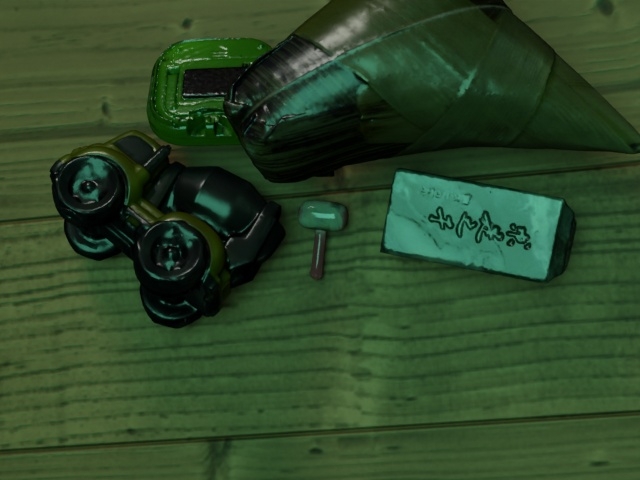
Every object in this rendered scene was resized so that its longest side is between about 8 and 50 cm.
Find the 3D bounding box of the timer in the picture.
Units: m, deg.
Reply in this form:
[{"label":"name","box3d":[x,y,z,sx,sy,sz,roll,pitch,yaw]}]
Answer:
[{"label":"timer","box3d":[-0.107,-0.154,1.391,0.140,0.047,0.128,-1,53,5]}]

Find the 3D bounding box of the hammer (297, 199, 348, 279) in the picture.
[{"label":"hammer","box3d":[0.000,0.000,1.408,0.052,0.031,0.083,7,97,14]}]

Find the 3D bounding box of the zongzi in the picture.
[{"label":"zongzi","box3d":[0.102,-0.107,1.275,0.289,0.154,0.317,-42,69,-8]}]

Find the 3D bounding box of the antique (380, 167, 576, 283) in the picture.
[{"label":"antique","box3d":[0.160,-0.013,1.348,0.183,0.086,0.088,10,92,11]}]

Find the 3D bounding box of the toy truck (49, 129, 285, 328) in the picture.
[{"label":"toy truck","box3d":[-0.160,-0.028,1.393,0.224,0.147,0.165,38,72,12]}]
